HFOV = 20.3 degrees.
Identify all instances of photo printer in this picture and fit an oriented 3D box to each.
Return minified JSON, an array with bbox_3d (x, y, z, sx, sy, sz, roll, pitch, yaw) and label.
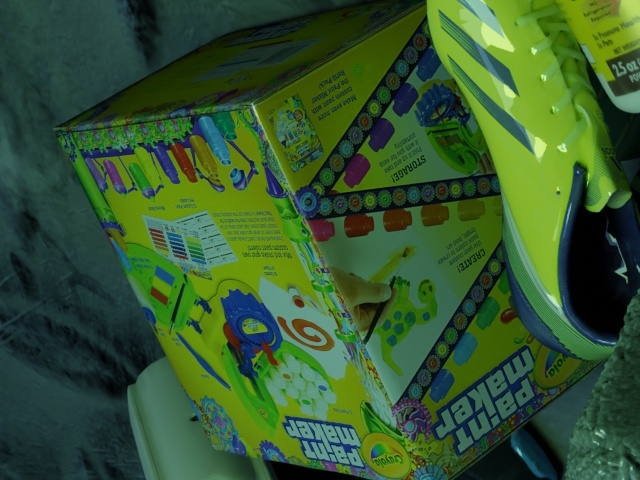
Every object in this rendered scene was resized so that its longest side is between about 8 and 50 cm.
[{"bbox_3d":[-0.070,0.266,1.509,0.307,0.107,0.256,-122,15,-64],"label":"photo printer"}]

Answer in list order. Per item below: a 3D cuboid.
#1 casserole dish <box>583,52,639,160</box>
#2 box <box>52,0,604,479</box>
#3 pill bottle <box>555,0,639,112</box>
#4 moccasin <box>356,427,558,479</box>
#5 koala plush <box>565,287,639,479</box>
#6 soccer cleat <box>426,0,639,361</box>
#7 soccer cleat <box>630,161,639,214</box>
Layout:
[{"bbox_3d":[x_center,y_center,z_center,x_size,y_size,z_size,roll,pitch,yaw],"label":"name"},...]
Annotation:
[{"bbox_3d":[0.150,-0.121,1.131,0.188,0.037,0.114,39,141,21],"label":"casserole dish"},{"bbox_3d":[0.000,0.000,1.244,0.290,0.177,0.279,0,119,57],"label":"box"},{"bbox_3d":[0.167,-0.187,0.989,0.117,0.117,0.215,-21,102,53],"label":"pill bottle"},{"bbox_3d":[0.058,0.238,1.450,0.138,0.117,0.342,47,143,11],"label":"moccasin"},{"bbox_3d":[0.246,0.121,0.984,0.196,0.203,0.221,10,140,16],"label":"koala plush"},{"bbox_3d":[0.139,-0.067,1.045,0.121,0.093,0.289,13,121,66],"label":"soccer cleat"},{"bbox_3d":[0.213,-0.018,1.104,0.060,0.072,0.179,15,147,-12],"label":"soccer cleat"}]
